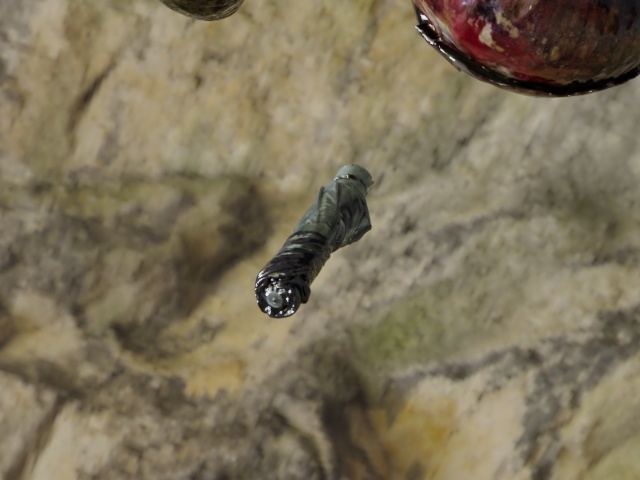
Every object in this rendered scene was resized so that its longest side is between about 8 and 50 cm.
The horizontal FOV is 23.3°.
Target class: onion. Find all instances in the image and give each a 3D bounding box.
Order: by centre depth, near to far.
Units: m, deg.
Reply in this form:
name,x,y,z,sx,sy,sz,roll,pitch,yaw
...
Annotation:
name,x,y,z,sx,sy,sz,roll,pitch,yaw
onion,0.174,-0.222,1.223,0.246,0.190,0.246,4,-128,-5

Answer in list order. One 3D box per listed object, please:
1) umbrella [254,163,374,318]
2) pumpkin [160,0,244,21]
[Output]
name,x,y,z,sx,sy,sz,roll,pitch,yaw
umbrella,0.000,0.000,1.201,0.050,0.046,0.188,45,-145,-8
pumpkin,-0.102,-0.285,1.399,0.119,0.183,0.107,23,-165,8
